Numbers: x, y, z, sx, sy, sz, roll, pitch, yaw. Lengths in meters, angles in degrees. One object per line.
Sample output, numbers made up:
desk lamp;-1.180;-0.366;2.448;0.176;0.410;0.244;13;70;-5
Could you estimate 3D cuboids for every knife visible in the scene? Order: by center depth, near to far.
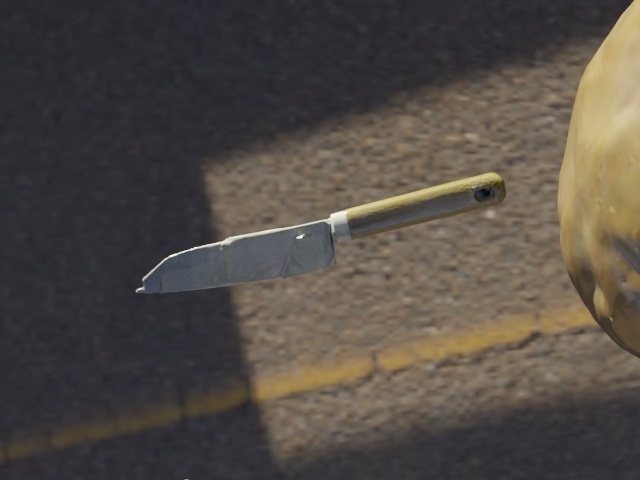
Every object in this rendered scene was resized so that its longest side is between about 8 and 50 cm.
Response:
knife;0.000;0.001;1.539;0.298;0.017;0.047;-13;119;-1

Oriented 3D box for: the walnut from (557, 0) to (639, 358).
walnut;0.331;-0.042;1.212;0.381;0.381;0.381;0;91;37
